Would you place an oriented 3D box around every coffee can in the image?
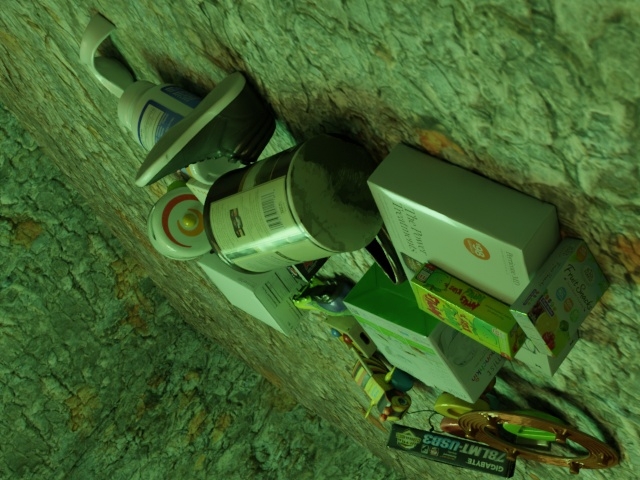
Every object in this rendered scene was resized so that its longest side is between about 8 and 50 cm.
[{"bbox_3d":[-0.049,-0.057,1.543,0.201,0.201,0.275,48,146,-21],"label":"coffee can"}]

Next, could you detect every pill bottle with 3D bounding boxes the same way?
[{"bbox_3d":[-0.291,-0.233,1.824,0.272,0.152,0.152,31,160,33],"label":"pill bottle"}]

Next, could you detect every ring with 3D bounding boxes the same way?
[{"bbox_3d":[0.450,0.429,1.854,0.336,0.032,0.336,16,157,7],"label":"ring"}]

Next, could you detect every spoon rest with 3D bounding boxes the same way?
[{"bbox_3d":[-0.480,-0.388,1.968,0.137,0.084,0.276,38,162,12],"label":"spoon rest"}]

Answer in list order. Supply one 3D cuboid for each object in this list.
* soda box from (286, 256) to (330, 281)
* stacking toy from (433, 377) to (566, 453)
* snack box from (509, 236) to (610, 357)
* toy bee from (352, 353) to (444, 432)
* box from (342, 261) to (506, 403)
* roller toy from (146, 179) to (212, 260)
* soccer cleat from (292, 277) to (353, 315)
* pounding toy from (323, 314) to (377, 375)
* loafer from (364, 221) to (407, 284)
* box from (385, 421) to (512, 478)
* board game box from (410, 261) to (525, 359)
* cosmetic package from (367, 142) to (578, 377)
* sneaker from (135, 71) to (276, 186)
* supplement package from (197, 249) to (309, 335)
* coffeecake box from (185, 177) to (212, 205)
[{"bbox_3d":[0.000,0.000,1.738,0.060,0.169,0.053,51,161,-29],"label":"soda box"},{"bbox_3d":[0.400,0.361,1.962,0.279,0.130,0.309,9,158,11],"label":"stacking toy"},{"bbox_3d":[0.339,0.080,1.249,0.037,0.141,0.100,17,151,54],"label":"snack box"},{"bbox_3d":[0.188,0.409,2.360,0.298,0.162,0.195,17,108,33],"label":"toy bee"},{"bbox_3d":[0.211,0.188,1.819,0.262,0.127,0.231,19,153,51],"label":"box"},{"bbox_3d":[-0.360,-0.043,2.373,0.209,0.191,0.146,44,162,-9],"label":"roller toy"},{"bbox_3d":[0.017,0.154,2.219,0.121,0.093,0.289,40,164,-15],"label":"soccer cleat"},{"bbox_3d":[0.091,0.254,2.286,0.130,0.100,0.141,19,152,52],"label":"pounding toy"},{"bbox_3d":[0.080,-0.029,1.637,0.267,0.084,0.096,42,163,-2],"label":"loafer"},{"bbox_3d":[0.331,0.520,2.185,0.295,0.073,0.293,10,170,16],"label":"box"},{"bbox_3d":[0.234,0.111,1.403,0.181,0.043,0.092,29,159,31],"label":"board game box"},{"bbox_3d":[0.253,0.038,1.420,0.284,0.097,0.377,25,157,35],"label":"cosmetic package"},{"bbox_3d":[-0.207,-0.166,1.648,0.147,0.295,0.104,42,-160,-28],"label":"sneaker"},{"bbox_3d":[-0.169,0.108,2.415,0.262,0.145,0.204,23,155,45],"label":"supplement package"},{"bbox_3d":[-0.222,-0.098,2.151,0.185,0.068,0.142,19,152,51],"label":"coffeecake box"}]
